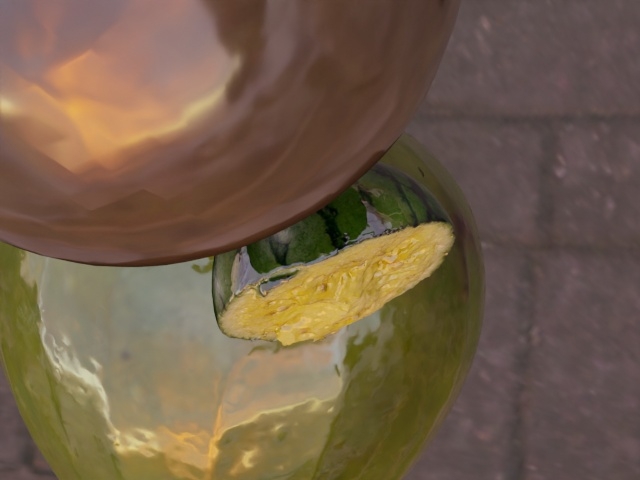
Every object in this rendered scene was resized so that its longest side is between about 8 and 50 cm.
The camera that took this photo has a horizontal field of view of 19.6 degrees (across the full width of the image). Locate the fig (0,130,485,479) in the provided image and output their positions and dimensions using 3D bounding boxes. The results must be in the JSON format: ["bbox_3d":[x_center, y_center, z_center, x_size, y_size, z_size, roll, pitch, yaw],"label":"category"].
[{"bbox_3d":[-0.052,0.058,1.090,0.316,0.316,0.316,-4,78,18],"label":"fig"}]

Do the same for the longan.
[{"bbox_3d":[-0.058,-0.104,0.652,0.248,0.248,0.248,-4,78,18],"label":"longan"}]

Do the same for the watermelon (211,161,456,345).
[{"bbox_3d":[0.000,0.000,0.764,0.105,0.105,0.062,-29,69,11],"label":"watermelon"}]
